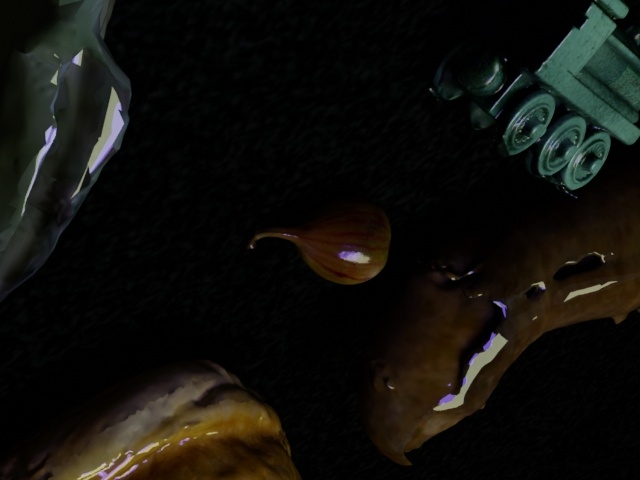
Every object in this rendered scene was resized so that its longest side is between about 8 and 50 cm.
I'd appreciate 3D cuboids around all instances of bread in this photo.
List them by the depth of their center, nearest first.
[{"bbox_3d":[-0.103,0.171,1.041,0.198,0.120,0.236,-31,153,-14],"label":"bread"}]

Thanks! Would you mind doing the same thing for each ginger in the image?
[{"bbox_3d":[0.147,0.024,1.120,0.309,0.107,0.133,-30,139,-19],"label":"ginger"}]

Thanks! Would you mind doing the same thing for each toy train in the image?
[{"bbox_3d":[0.133,-0.090,0.961,0.111,0.071,0.170,-50,151,10],"label":"toy train"}]

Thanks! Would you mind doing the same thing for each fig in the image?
[{"bbox_3d":[0.000,0.000,0.980,0.083,0.050,0.050,2,138,-24],"label":"fig"}]

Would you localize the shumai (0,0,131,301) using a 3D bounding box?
[{"bbox_3d":[-0.133,-0.054,0.461,0.292,0.288,0.330,-23,149,-25],"label":"shumai"}]
